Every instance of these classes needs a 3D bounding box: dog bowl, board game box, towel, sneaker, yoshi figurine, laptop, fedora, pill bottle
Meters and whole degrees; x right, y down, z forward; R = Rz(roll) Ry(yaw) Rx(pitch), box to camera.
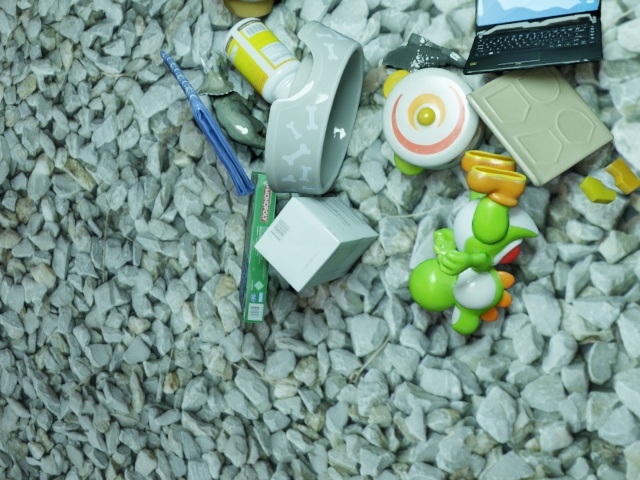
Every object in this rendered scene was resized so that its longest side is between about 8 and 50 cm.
[{"bbox_3d":[-0.001,-0.252,1.149,0.102,0.349,0.349,16,101,9],"label":"dog bowl"},{"bbox_3d":[-0.145,0.005,1.301,0.046,0.213,0.317,5,98,-11],"label":"board game box"},{"bbox_3d":[-0.256,-0.258,1.248,0.040,0.243,0.336,-32,43,-5],"label":"towel"},{"bbox_3d":[0.217,-0.370,1.190,0.170,0.051,0.089,36,107,23],"label":"sneaker"},{"bbox_3d":[0.267,0.015,1.111,0.203,0.203,0.362,37,130,47],"label":"yoshi figurine"},{"bbox_3d":[0.393,-0.434,1.054,0.234,0.264,0.137,1,131,25],"label":"laptop"},{"bbox_3d":[-0.169,-0.566,1.314,0.194,0.194,0.079,26,138,21],"label":"fedora"},{"bbox_3d":[-0.117,-0.396,1.302,0.117,0.117,0.215,-46,75,20],"label":"pill bottle"}]

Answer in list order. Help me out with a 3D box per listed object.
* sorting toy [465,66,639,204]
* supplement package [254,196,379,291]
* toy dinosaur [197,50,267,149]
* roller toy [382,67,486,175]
[{"bbox_3d":[0.428,-0.184,1.041,0.307,0.229,0.041,56,157,11],"label":"sorting toy"},{"bbox_3d":[0.000,0.000,1.207,0.134,0.244,0.139,45,109,14],"label":"supplement package"},{"bbox_3d":[-0.187,-0.274,1.320,0.121,0.160,0.313,-33,79,23],"label":"toy dinosaur"},{"bbox_3d":[0.226,-0.242,1.140,0.191,0.146,0.209,-4,92,24],"label":"roller toy"}]
